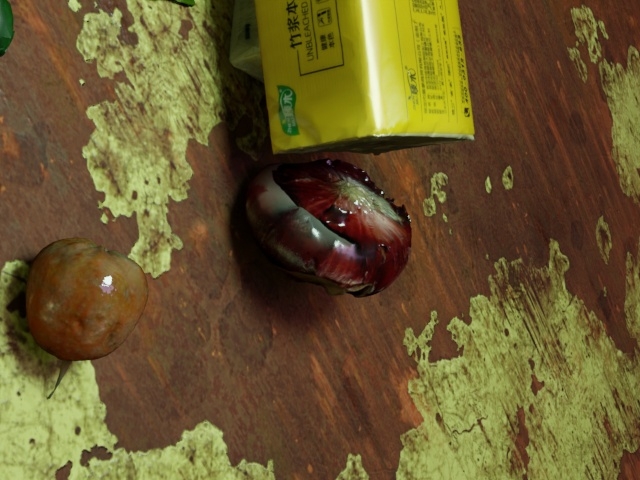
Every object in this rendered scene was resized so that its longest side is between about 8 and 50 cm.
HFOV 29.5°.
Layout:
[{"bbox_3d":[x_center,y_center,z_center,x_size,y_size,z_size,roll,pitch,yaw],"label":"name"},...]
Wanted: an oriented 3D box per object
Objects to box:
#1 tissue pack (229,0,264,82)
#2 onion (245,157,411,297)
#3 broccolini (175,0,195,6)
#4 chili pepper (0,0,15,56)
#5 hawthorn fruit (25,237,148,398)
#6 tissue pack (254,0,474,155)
[{"bbox_3d":[-0.048,-0.316,1.928,0.196,0.092,0.148,24,64,-50],"label":"tissue pack"},{"bbox_3d":[0.000,0.000,1.852,0.272,0.195,0.272,20,30,-12],"label":"onion"},{"bbox_3d":[-0.224,-0.356,1.745,0.140,0.035,0.030,5,82,-55],"label":"broccolini"},{"bbox_3d":[-0.448,-0.295,1.319,0.174,0.165,0.261,-40,113,-37],"label":"chili pepper"},{"bbox_3d":[-0.282,0.086,1.467,0.149,0.149,0.189,19,63,-51],"label":"hawthorn fruit"},{"bbox_3d":[0.060,-0.321,1.806,0.293,0.228,0.382,-6,87,-54],"label":"tissue pack"}]
